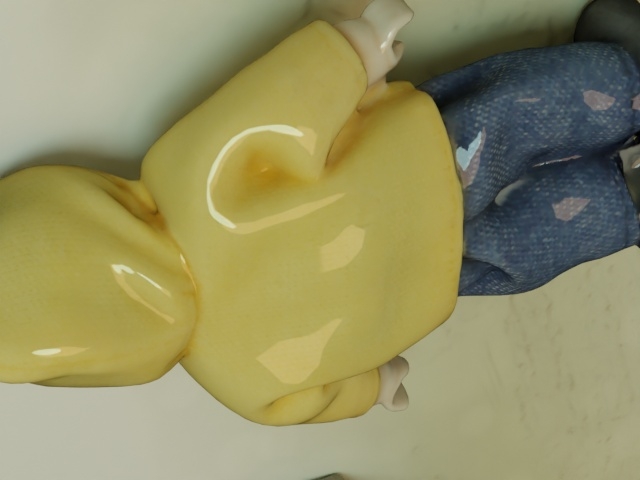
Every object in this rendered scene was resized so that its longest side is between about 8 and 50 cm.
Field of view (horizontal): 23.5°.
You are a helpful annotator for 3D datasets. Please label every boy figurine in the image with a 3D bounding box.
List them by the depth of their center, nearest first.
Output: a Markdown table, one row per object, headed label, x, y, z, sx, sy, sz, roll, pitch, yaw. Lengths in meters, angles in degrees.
| label | x | y | z | sx | sy | sz | roll | pitch | yaw |
| --- | --- | --- | --- | --- | --- | --- | --- | --- | --- |
| boy figurine | 0.000 | 0.000 | 0.572 | 0.285 | 0.092 | 0.177 | -17 | 127 | -10 |

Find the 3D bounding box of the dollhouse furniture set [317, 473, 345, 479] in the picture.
| label | x | y | z | sx | sy | sz | roll | pitch | yaw |
| --- | --- | --- | --- | --- | --- | --- | --- | --- | --- |
| dollhouse furniture set | -0.064 | 0.285 | 0.611 | 0.303 | 0.286 | 0.198 | -19 | 128 | -24 |
